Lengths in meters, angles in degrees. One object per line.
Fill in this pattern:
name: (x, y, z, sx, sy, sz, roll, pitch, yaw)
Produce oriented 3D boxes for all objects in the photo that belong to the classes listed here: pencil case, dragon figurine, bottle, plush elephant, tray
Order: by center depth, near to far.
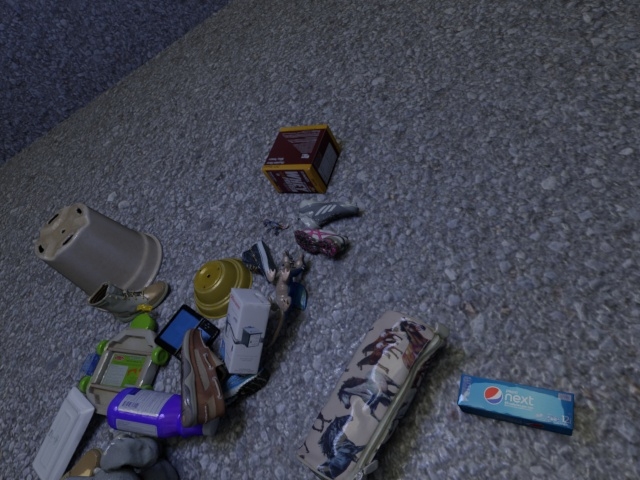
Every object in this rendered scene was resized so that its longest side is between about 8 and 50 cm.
pencil case: (0.124, 0.341, 0.967, 0.183, 0.160, 0.410, 14, 65, 52)
plush elephant: (-0.477, 0.597, 1.041, 0.330, 0.255, 0.271, -5, 57, 24)
bottle: (-0.413, 0.464, 1.171, 0.283, 0.092, 0.118, 5, 16, 9)
dragon figurine: (-0.092, 0.159, 1.253, 0.085, 0.144, 0.289, -6, 75, 22)
tray: (-0.776, 0.591, 1.310, 0.145, 0.030, 0.270, 20, 83, 37)

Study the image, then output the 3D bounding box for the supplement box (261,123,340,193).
supplement box: (-0.063, -0.276, 1.504, 0.191, 0.129, 0.194, 4, 60, 29)

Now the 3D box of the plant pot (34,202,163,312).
plant pot: (-0.791, 0.039, 1.550, 0.334, 0.305, 0.333, -13, 54, 19)

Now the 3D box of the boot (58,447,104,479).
boot: (-0.713, 0.663, 1.150, 0.095, 0.203, 0.262, 24, 73, 36)

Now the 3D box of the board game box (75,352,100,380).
board game box: (-0.764, 0.418, 1.445, 0.090, 0.020, 0.090, -19, 48, 46)

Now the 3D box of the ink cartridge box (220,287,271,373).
ink cartridge box: (-0.203, 0.237, 1.176, 0.139, 0.082, 0.190, -154, 73, -65)

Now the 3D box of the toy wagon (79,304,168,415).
toy wagon: (-0.595, 0.370, 1.381, 0.267, 0.068, 0.344, -1, 58, 26)

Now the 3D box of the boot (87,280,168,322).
boot: (-0.636, 0.180, 1.464, 0.213, 0.165, 0.077, -32, 51, 6)

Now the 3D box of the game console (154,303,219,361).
game console: (-0.400, 0.288, 1.323, 0.124, 0.085, 0.144, 25, 72, 37)

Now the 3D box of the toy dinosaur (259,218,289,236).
toy dinosaur: (-0.159, -0.049, 1.473, 0.090, 0.047, 0.082, -9, 37, -19)

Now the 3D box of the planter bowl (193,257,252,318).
planter bowl: (-0.332, 0.130, 1.393, 0.217, 0.090, 0.217, -13, 54, 18)

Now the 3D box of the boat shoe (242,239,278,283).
boat shoe: (-0.190, 0.083, 1.374, 0.083, 0.065, 0.183, -32, 43, 6)

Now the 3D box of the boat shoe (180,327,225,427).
boat shoe: (-0.314, 0.358, 1.180, 0.116, 0.123, 0.324, 1, 30, -18)

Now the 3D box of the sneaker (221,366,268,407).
sneaker: (-0.217, 0.380, 1.183, 0.162, 0.063, 0.073, -31, 47, 5)

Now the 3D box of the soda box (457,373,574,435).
soda box: (0.394, 0.331, 0.895, 0.210, 0.071, 0.067, 3, 60, 29)

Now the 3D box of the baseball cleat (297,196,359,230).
baseball cleat: (0.022, -0.076, 1.378, 0.206, 0.072, 0.109, 7, 78, 33)

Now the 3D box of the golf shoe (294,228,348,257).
golf shoe: (0.000, 0.000, 1.338, 0.186, 0.067, 0.086, 18, 36, 40)
